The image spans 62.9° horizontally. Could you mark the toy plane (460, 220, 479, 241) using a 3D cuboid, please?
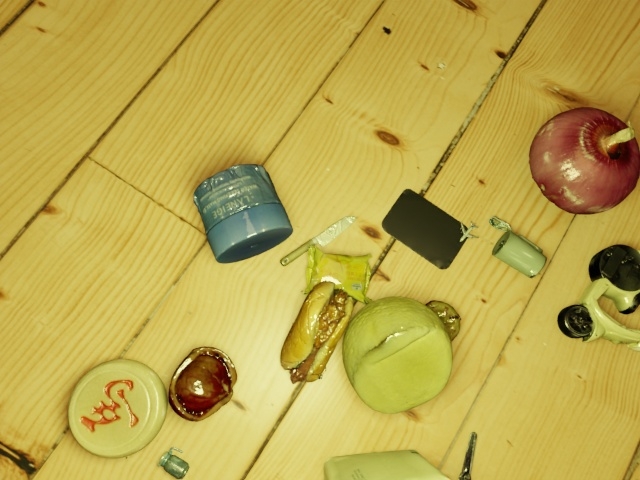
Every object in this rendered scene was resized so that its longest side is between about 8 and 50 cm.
[{"bbox_3d":[0.486,-0.027,1.728,0.078,0.024,0.084,42,83,3],"label":"toy plane"}]

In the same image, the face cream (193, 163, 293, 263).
[{"bbox_3d":[-0.234,-0.080,1.560,0.248,0.249,0.225,-23,77,-10],"label":"face cream"}]

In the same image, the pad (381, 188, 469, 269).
[{"bbox_3d":[0.348,-0.039,1.731,0.267,0.004,0.181,35,76,4],"label":"pad"}]

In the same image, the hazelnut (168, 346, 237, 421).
[{"bbox_3d":[-0.335,0.398,1.476,0.170,0.160,0.202,32,82,-32],"label":"hazelnut"}]

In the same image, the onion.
[{"bbox_3d":[0.880,-0.261,1.689,0.358,0.344,0.359,1,88,-40],"label":"onion"}]

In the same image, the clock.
[{"bbox_3d":[0.955,0.197,1.680,0.276,0.120,0.379,34,75,8],"label":"clock"}]

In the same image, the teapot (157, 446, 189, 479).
[{"bbox_3d":[-0.409,0.628,1.477,0.083,0.049,0.064,32,76,3],"label":"teapot"}]

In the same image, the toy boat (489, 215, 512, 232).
[{"bbox_3d":[0.601,-0.052,1.743,0.083,0.038,0.038,29,76,3],"label":"toy boat"}]

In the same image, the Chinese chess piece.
[{"bbox_3d":[-0.567,0.470,1.472,0.272,0.102,0.274,1,77,-5],"label":"Chinese chess piece"}]

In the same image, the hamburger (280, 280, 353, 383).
[{"bbox_3d":[-0.009,0.270,1.538,0.155,0.245,0.282,25,61,0],"label":"hamburger"}]

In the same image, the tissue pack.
[{"bbox_3d":[0.174,0.687,1.352,0.296,0.380,0.208,-4,81,-8],"label":"tissue pack"}]

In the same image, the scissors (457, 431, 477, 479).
[{"bbox_3d":[0.423,0.728,1.548,0.160,0.024,0.318,17,76,1],"label":"scissors"}]

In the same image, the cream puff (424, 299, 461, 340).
[{"bbox_3d":[0.360,0.260,1.622,0.148,0.084,0.149,2,78,-9],"label":"cream puff"}]

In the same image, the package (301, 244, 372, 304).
[{"bbox_3d":[0.056,0.107,1.624,0.226,0.090,0.169,6,78,-6],"label":"package"}]

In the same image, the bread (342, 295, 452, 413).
[{"bbox_3d":[0.214,0.318,1.497,0.320,0.237,0.321,2,112,4],"label":"bread"}]

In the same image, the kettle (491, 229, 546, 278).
[{"bbox_3d":[0.647,0.043,1.705,0.147,0.127,0.098,33,108,0],"label":"kettle"}]

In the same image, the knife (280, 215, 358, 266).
[{"bbox_3d":[0.000,0.001,1.682,0.297,0.017,0.047,-35,84,-16],"label":"knife"}]
